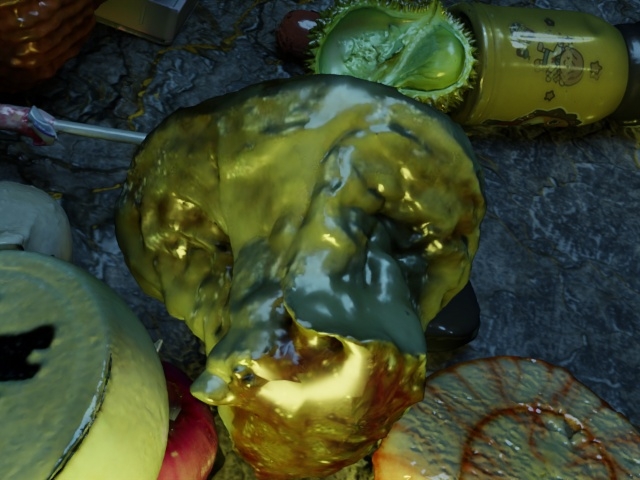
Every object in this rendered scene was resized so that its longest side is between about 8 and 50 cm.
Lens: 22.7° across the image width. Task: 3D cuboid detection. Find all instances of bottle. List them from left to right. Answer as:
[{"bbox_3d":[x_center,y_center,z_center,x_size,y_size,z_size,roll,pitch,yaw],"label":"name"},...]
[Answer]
[{"bbox_3d":[0.346,-0.241,2.254,0.351,0.172,0.171,1,43,-19],"label":"bottle"}]

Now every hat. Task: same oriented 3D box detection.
[{"bbox_3d":[-0.341,-0.393,2.038,0.285,0.285,0.400,38,66,22],"label":"hat"}]

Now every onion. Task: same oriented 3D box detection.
[{"bbox_3d":[-0.190,0.196,1.596,0.177,0.153,0.177,5,73,-16],"label":"onion"}]

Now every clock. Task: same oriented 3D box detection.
[{"bbox_3d":[-0.273,-0.363,2.240,0.192,0.071,0.147,20,41,2],"label":"clock"}]

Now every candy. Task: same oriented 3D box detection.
[{"bbox_3d":[-0.339,-0.138,1.914,0.365,0.124,0.124,10,41,-2],"label":"candy"}]

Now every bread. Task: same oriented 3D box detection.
[{"bbox_3d":[0.228,0.265,1.695,0.327,0.114,0.295,36,43,21],"label":"bread"}]

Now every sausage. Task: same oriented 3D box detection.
[{"bbox_3d":[0.005,-0.281,2.251,0.141,0.076,0.076,19,41,1],"label":"sausage"}]

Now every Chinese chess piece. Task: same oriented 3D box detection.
[{"bbox_3d":[-0.313,0.170,1.471,0.349,0.146,0.349,-11,51,14],"label":"Chinese chess piece"}]

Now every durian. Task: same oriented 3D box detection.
[{"bbox_3d":[0.085,-0.228,2.127,0.236,0.176,0.200,-8,70,-11],"label":"durian"}]

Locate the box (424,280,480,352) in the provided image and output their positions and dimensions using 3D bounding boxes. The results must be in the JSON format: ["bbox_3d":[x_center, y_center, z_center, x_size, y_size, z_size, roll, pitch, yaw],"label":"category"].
[{"bbox_3d":[0.000,0.000,1.925,0.350,0.091,0.359,3,43,-18],"label":"box"}]

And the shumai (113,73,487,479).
[{"bbox_3d":[-0.027,0.057,1.533,0.324,0.397,0.323,39,40,-36],"label":"shumai"}]

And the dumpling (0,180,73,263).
[{"bbox_3d":[-0.375,0.000,1.693,0.226,0.243,0.175,12,54,0],"label":"dumpling"}]
